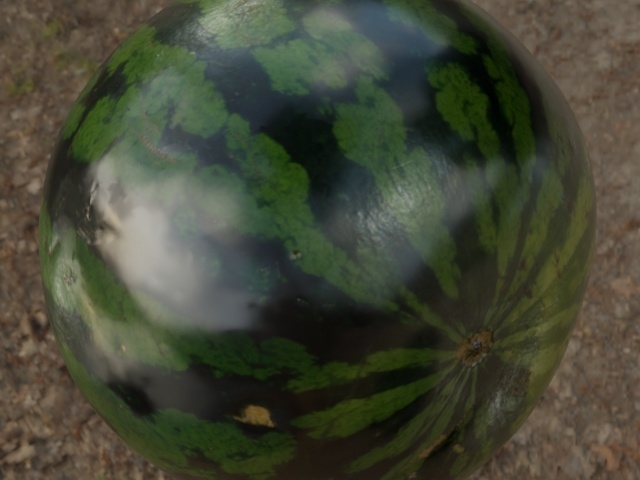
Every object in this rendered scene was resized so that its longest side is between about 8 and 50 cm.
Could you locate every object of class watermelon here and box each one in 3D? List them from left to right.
[{"bbox_3d":[0.000,0.000,0.559,0.285,0.285,0.285,-6,44,6],"label":"watermelon"}]
